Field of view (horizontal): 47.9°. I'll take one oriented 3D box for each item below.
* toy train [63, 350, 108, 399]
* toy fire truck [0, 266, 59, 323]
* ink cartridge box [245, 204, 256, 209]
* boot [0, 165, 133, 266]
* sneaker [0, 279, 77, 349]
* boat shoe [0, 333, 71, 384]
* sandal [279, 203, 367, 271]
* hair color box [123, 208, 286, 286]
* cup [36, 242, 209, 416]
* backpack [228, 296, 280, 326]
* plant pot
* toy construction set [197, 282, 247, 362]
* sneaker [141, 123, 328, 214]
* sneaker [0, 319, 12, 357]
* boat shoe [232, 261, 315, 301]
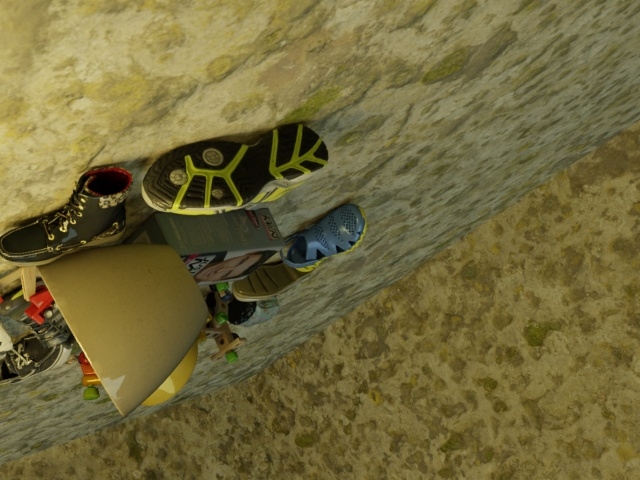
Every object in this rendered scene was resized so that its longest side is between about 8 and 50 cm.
[{"bbox_3d":[-0.675,0.399,2.096,0.247,0.144,0.105,-6,156,-3],"label":"toy train"},{"bbox_3d":[-0.587,0.096,1.468,0.192,0.047,0.135,-50,130,-23],"label":"toy fire truck"},{"bbox_3d":[-0.106,-0.122,1.673,0.145,0.045,0.179,-28,-177,4],"label":"ink cartridge box"},{"bbox_3d":[-0.443,-0.046,1.256,0.236,0.085,0.179,-17,158,-32],"label":"boot"},{"bbox_3d":[-0.615,0.173,1.612,0.111,0.121,0.300,-27,164,2],"label":"sneaker"},{"bbox_3d":[-0.760,0.300,1.857,0.301,0.108,0.102,-27,168,30],"label":"boat shoe"},{"bbox_3d":[0.000,0.000,2.082,0.317,0.126,0.138,-37,158,31],"label":"sandal"},{"bbox_3d":[-0.276,0.022,1.695,0.185,0.114,0.374,-37,163,32],"label":"hair color box"},{"bbox_3d":[-0.360,0.134,1.397,0.237,0.331,0.331,-31,167,-18],"label":"cup"},{"bbox_3d":[-0.228,0.225,2.462,0.152,0.115,0.182,-39,164,31],"label":"backpack"},{"bbox_3d":[-0.498,0.284,1.934,0.254,0.254,0.239,-30,137,12],"label":"plant pot"},{"bbox_3d":[-0.371,0.279,2.161,0.308,0.237,0.257,-25,165,-3],"label":"toy construction set"},{"bbox_3d":[-0.161,-0.109,1.386,0.384,0.145,0.147,-15,161,-33],"label":"sneaker"},{"bbox_3d":[-0.785,0.241,1.607,0.153,0.094,0.235,-27,178,-35],"label":"sneaker"},{"bbox_3d":[-0.153,0.134,2.283,0.302,0.113,0.103,-17,157,-35],"label":"boat shoe"}]
